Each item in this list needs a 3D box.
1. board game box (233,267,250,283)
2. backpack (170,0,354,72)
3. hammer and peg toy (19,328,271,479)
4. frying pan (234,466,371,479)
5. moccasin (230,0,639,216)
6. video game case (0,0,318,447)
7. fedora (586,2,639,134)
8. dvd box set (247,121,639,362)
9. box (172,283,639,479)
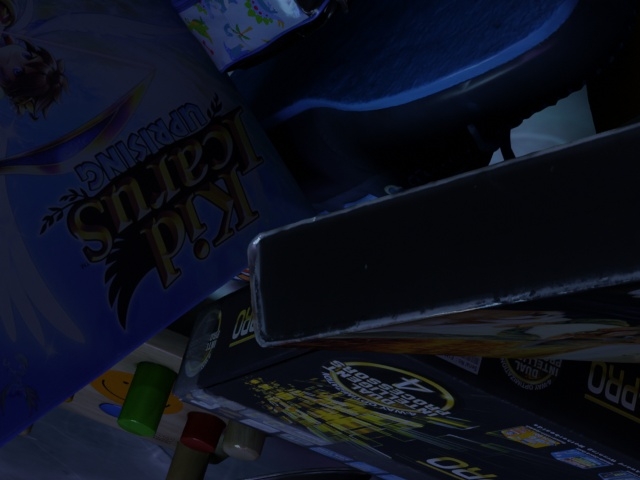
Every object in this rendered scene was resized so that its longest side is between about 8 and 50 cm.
[{"bbox_3d":[0.000,0.000,0.910,0.201,0.035,0.136,12,152,7],"label":"board game box"},{"bbox_3d":[-0.023,-0.145,0.603,0.084,0.105,0.114,50,143,-12],"label":"backpack"},{"bbox_3d":[-0.127,0.161,1.164,0.361,0.127,0.266,24,150,-14],"label":"hammer and peg toy"},{"bbox_3d":[-0.029,0.283,1.275,0.197,0.053,0.326,-13,159,9],"label":"frying pan"},{"bbox_3d":[0.055,-0.084,0.661,0.117,0.138,0.342,34,161,-23],"label":"moccasin"},{"bbox_3d":[-0.162,-0.045,0.579,0.061,0.269,0.244,-23,101,52],"label":"video game case"},{"bbox_3d":[0.191,-0.083,0.585,0.194,0.079,0.194,-22,174,-2],"label":"fedora"},{"bbox_3d":[0.218,0.016,0.621,0.307,0.062,0.420,-14,165,42],"label":"dvd box set"},{"bbox_3d":[0.122,0.133,0.958,0.395,0.097,0.318,26,158,-22],"label":"box"}]
